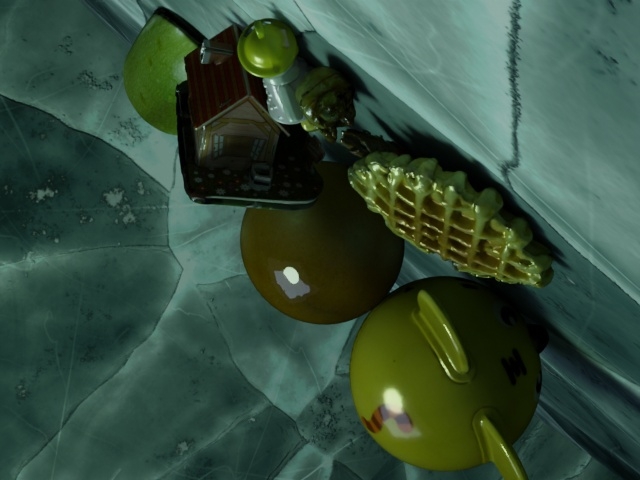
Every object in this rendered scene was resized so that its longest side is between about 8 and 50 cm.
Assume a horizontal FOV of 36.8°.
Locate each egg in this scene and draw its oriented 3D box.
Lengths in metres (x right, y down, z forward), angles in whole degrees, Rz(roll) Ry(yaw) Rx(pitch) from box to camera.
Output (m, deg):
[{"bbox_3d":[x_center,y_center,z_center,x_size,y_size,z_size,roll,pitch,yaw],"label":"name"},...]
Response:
[{"bbox_3d":[0.000,0.000,1.681,0.282,0.282,0.351,43,-177,-21],"label":"egg"}]

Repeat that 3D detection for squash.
[{"bbox_3d":[-0.254,-0.356,1.888,0.233,0.210,0.309,43,148,-7],"label":"squash"}]

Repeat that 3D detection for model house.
[{"bbox_3d":[-0.097,-0.196,1.393,0.206,0.154,0.294,3,-139,-16],"label":"model house"}]

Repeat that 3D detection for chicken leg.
[{"bbox_3d":[0.014,-0.166,1.202,0.178,0.070,0.093,-26,-73,-83],"label":"chicken leg"}]

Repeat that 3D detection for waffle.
[{"bbox_3d":[0.153,-0.025,1.182,0.250,0.056,0.261,39,167,-26],"label":"waffle"}]

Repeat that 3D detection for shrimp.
[{"bbox_3d":[0.125,-0.076,1.241,0.236,0.053,0.133,39,179,-13],"label":"shrimp"}]

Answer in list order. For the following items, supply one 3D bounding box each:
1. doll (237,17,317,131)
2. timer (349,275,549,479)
[{"bbox_3d":[-0.048,-0.212,1.227,0.207,0.081,0.129,56,-162,-60],"label":"doll"},{"bbox_3d":[0.229,0.234,1.641,0.376,0.376,0.387,42,174,-10],"label":"timer"}]
